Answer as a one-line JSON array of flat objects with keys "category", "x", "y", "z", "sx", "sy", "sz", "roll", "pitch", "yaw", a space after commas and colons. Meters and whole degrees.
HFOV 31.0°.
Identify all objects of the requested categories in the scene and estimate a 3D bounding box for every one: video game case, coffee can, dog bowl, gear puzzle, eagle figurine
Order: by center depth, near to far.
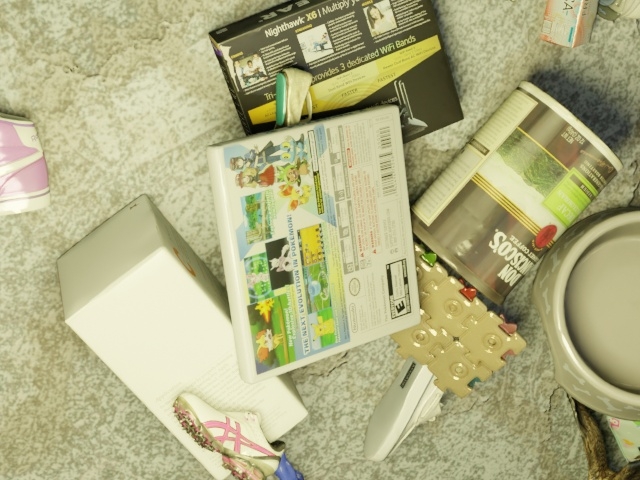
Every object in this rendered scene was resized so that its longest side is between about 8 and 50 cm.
[{"category": "video game case", "x": 0.000, "y": 0.000, "z": 1.590, "sx": 0.300, "sy": 0.036, "sz": 0.329, "roll": -16, "pitch": 108, "yaw": -31}, {"category": "coffee can", "x": 0.283, "y": -0.071, "z": 1.720, "sx": 0.201, "sy": 0.201, "sz": 0.275, "roll": 38, "pitch": 97, "yaw": -26}, {"category": "gear puzzle", "x": 0.147, "y": 0.088, "z": 1.780, "sx": 0.339, "sy": 0.044, "sz": 0.175, "roll": 42, "pitch": 124, "yaw": -2}, {"category": "dog bowl", "x": 0.511, "y": 0.111, "z": 1.819, "sx": 0.348, "sy": 0.102, "sz": 0.349, "roll": 0, "pitch": 82, "yaw": 1}, {"category": "eagle figurine", "x": 0.488, "y": 0.398, "z": 1.956, "sx": 0.226, "sy": 0.225, "sz": 0.298, "roll": 9, "pitch": 116, "yaw": -8}]

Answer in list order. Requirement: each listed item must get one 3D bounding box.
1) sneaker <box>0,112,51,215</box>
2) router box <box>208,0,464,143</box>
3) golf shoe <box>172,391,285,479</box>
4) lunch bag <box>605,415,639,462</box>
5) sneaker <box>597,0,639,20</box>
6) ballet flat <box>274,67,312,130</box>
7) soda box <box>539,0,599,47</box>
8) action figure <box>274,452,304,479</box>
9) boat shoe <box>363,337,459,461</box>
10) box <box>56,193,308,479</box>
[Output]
[{"category": "sneaker", "x": -0.513, "y": -0.102, "z": 1.541, "sx": 0.282, "sy": 0.102, "sz": 0.161, "roll": -14, "pitch": 112, "yaw": -22}, {"category": "router box", "x": 0.026, "y": -0.233, "z": 1.646, "sx": 0.308, "sy": 0.081, "sz": 0.243, "roll": -22, "pitch": 116, "yaw": -7}, {"category": "golf shoe", "x": -0.126, "y": 0.259, "z": 1.580, "sx": 0.186, "sy": 0.067, "sz": 0.086, "roll": 47, "pitch": 68, "yaw": -27}, {"category": "lunch bag", "x": 0.642, "y": 0.315, "z": 2.009, "sx": 0.262, "sy": 0.160, "sz": 0.223, "roll": -27, "pitch": 122, "yaw": 9}, {"category": "sneaker", "x": 0.493, "y": -0.465, "z": 1.691, "sx": 0.129, "sy": 0.111, "sz": 0.297, "roll": 2, "pitch": 118, "yaw": -30}, {"category": "ballet flat", "x": -0.038, "y": -0.153, "z": 1.586, "sx": 0.052, "sy": 0.057, "sz": 0.168, "roll": -2, "pitch": 113, "yaw": -25}, {"category": "soda box", "x": 0.375, "y": -0.377, "z": 1.681, "sx": 0.063, "sy": 0.058, "sz": 0.183, "roll": -26, "pitch": 131, "yaw": -48}, {"category": "action figure", "x": -0.100, "y": 0.372, "z": 1.846, "sx": 0.139, "sy": 0.091, "sz": 0.280, "roll": -33, "pitch": 117, "yaw": -15}, {"category": "boat shoe", "x": 0.162, "y": 0.259, "z": 1.878, "sx": 0.084, "sy": 0.095, "sz": 0.258, "roll": 26, "pitch": 103, "yaw": -19}, {"category": "box", "x": -0.200, "y": 0.138, "z": 1.656, "sx": 0.168, "sy": 0.215, "sz": 0.345, "roll": -37, "pitch": 116, "yaw": 1}]
